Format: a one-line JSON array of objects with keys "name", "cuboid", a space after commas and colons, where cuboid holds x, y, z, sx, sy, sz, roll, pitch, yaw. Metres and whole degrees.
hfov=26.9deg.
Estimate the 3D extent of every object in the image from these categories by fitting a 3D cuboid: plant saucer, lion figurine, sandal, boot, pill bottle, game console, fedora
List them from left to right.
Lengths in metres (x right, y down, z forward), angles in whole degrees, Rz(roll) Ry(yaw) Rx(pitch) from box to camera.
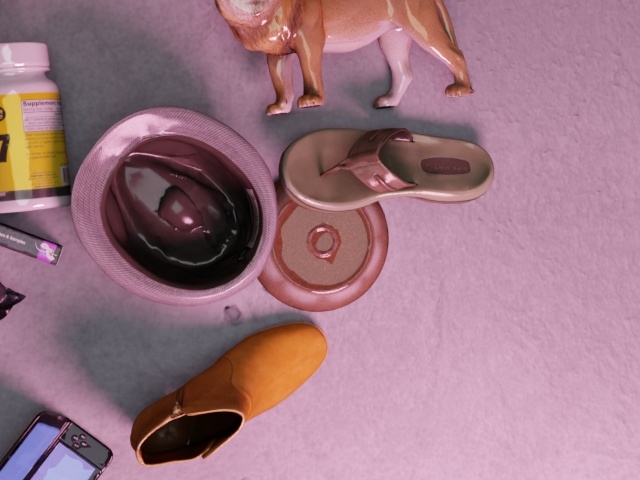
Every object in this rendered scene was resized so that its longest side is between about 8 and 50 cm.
[{"name": "pill bottle", "cuboid": [-0.385, -0.141, 1.694, 0.119, 0.119, 0.208, -6, 93, -10]}, {"name": "game console", "cuboid": [-0.356, 0.305, 1.737, 0.124, 0.085, 0.144, 38, 86, -10]}, {"name": "fedora", "cuboid": [-0.191, -0.046, 1.731, 0.275, 0.124, 0.243, 31, 89, -19]}, {"name": "boot", "cuboid": [-0.105, 0.204, 1.715, 0.295, 0.211, 0.104, -27, 98, -9]}, {"name": "plant saucer", "cuboid": [0.000, 0.000, 1.815, 0.199, 0.036, 0.198, -1, 93, -11]}, {"name": "lion figurine", "cuboid": [0.034, -0.294, 1.758, 0.392, 0.142, 0.240, -5, 90, -32]}, {"name": "sandal", "cuboid": [0.092, -0.108, 1.785, 0.303, 0.086, 0.120, -4, 70, -14]}]

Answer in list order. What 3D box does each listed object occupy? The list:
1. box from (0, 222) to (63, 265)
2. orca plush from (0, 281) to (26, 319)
[{"name": "box", "cuboid": [-0.407, -0.009, 1.697, 0.162, 0.116, 0.029, 20, 87, -11]}, {"name": "orca plush", "cuboid": [-0.517, 0.033, 1.662, 0.287, 0.151, 0.102, 47, 61, -35]}]
